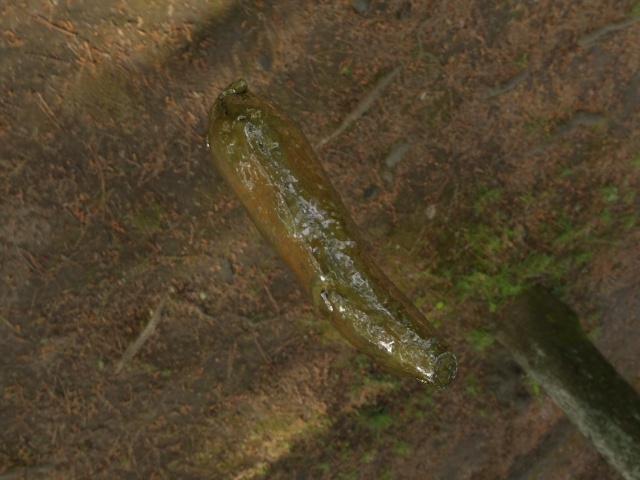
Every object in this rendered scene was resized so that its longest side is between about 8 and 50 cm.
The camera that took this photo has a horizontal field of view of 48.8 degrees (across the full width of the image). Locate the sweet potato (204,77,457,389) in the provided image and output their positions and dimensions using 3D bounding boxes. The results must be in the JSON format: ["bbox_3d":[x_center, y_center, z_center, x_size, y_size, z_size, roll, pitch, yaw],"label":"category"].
[{"bbox_3d":[0.000,0.000,0.520,0.075,0.273,0.075,-33,168,-8],"label":"sweet potato"}]
